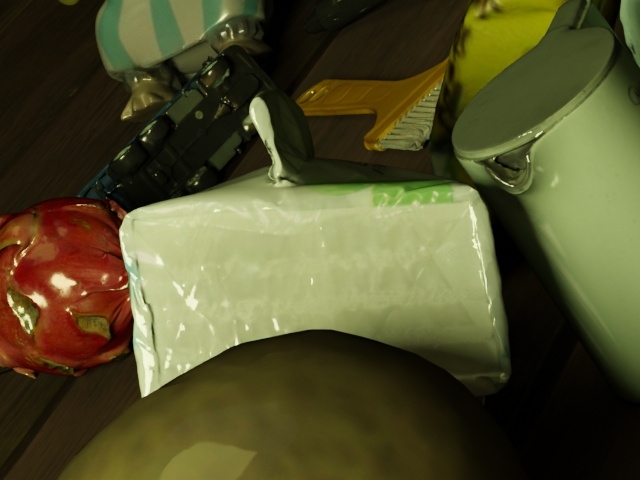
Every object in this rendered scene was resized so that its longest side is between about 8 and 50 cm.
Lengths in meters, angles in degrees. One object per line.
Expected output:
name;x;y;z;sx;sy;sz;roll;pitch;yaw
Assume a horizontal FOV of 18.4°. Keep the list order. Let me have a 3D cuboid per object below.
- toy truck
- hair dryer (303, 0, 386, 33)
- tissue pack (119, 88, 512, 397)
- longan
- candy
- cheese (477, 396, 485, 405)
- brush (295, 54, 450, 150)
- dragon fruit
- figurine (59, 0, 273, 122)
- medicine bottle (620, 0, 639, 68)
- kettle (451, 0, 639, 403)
toy truck;-0.118;-0.064;1.565;0.202;0.074;0.088;-49;13;-28
hair dryer;0.072;-0.226;1.621;0.248;0.070;0.114;-28;21;51
tissue pack;0.000;0.000;0.922;0.159;0.145;0.229;-5;1;3
longan;-0.018;0.136;0.746;0.212;0.198;0.198;-14;25;13
candy;0.118;-0.113;1.056;0.187;0.081;0.297;-61;-8;-45
cheese;-0.034;0.152;0.919;0.270;0.069;0.177;-34;21;9
brush;0.041;-0.104;1.452;0.103;0.013;0.272;-43;19;-15
dragon fruit;-0.175;0.027;1.361;0.166;0.133;0.136;-9;42;36
figurine;-0.106;-0.296;1.896;0.266;0.361;0.377;-25;-11;25
medicine bottle;0.257;-0.196;1.059;0.158;0.158;0.318;-24;23;34
kettle;0.140;-0.021;0.886;0.127;0.148;0.098;-45;19;-20
